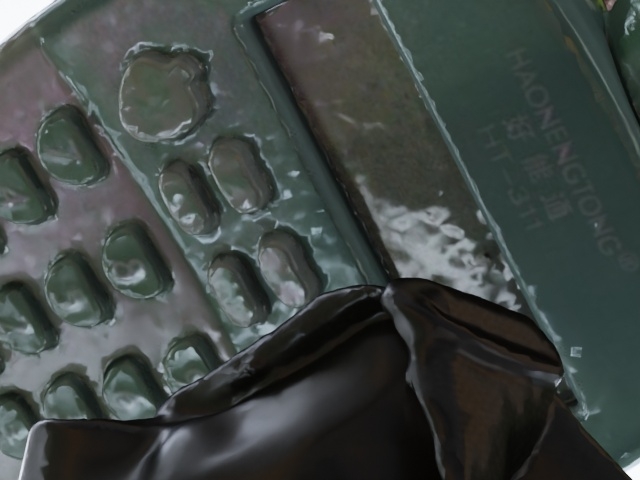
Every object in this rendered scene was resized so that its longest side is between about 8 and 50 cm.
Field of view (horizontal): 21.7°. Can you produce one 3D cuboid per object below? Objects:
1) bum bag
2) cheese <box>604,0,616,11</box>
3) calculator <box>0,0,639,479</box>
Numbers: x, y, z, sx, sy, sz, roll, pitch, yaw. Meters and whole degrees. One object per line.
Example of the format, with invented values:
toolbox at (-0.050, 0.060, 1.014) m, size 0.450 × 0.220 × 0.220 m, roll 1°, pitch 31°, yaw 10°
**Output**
bum bag at (0.060, 0.129, 0.305) m, size 0.326 × 0.142 × 0.079 m, roll 41°, pitch -167°, yaw 18°
cheese at (0.197, -0.134, 0.947) m, size 0.203 × 0.128 × 0.177 m, roll 11°, pitch -100°, yaw -38°
calculator at (0.000, 0.000, 0.454) m, size 0.184 × 0.295 × 0.042 m, roll 62°, pitch -153°, yaw -12°
